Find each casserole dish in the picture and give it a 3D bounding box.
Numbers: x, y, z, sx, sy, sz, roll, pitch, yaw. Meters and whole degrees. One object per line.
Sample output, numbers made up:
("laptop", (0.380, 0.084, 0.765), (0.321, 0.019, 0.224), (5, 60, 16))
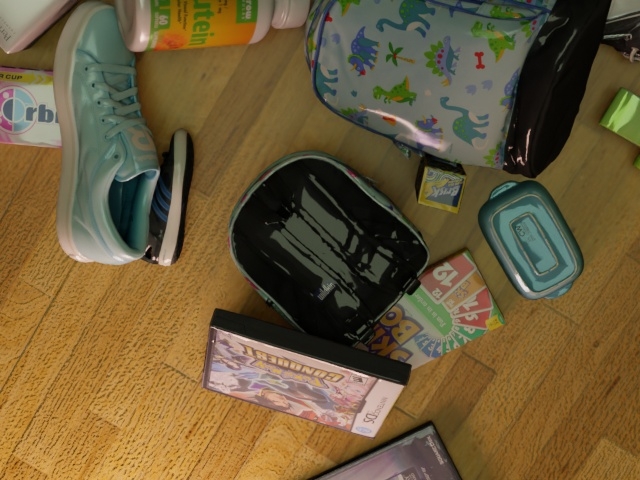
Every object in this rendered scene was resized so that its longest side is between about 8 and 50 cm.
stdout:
("casserole dish", (0.307, 0.002, 1.694), (0.114, 0.037, 0.188), (-29, 96, 6))

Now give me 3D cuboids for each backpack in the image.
("backpack", (0.156, -0.249, 1.545), (0.355, 0.273, 0.290), (32, 134, 21))
("backpack", (0.000, 0.000, 1.627), (0.253, 0.191, 0.225), (41, 97, -12))

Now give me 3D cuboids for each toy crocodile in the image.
("toy crocodile", (0.546, -0.100, 1.631), (0.340, 0.105, 0.115), (34, 99, -3))

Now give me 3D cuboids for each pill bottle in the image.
("pill bottle", (-0.144, -0.330, 1.575), (0.245, 0.136, 0.136), (-8, 100, -22))

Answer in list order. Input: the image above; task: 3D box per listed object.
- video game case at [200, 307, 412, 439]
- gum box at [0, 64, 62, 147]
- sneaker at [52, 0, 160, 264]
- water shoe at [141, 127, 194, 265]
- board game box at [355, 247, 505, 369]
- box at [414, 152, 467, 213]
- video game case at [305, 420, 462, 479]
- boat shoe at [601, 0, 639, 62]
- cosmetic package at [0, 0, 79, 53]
("video game case", (-0.029, 0.194, 1.649), (0.274, 0.248, 0.035), (16, 63, -1))
("gum box", (-0.421, -0.193, 1.676), (0.188, 0.062, 0.107), (5, 100, 1))
("sneaker", (-0.273, -0.144, 1.616), (0.150, 0.135, 0.366), (9, 104, 35))
("water shoe", (-0.233, -0.064, 1.686), (0.080, 0.073, 0.203), (9, 99, 3))
("board game box", (0.129, 0.124, 1.725), (0.259, 0.039, 0.124), (-27, 97, 9))
("box", (0.164, -0.081, 1.617), (0.059, 0.169, 0.054), (14, 102, 1))
("video game case", (0.090, 0.418, 1.780), (0.274, 0.026, 0.196), (-27, 97, 6))
("boat shoe", (0.449, -0.291, 1.608), (0.301, 0.108, 0.102), (-12, 98, -3))
("cosmetic package", (-0.411, -0.413, 1.595), (0.224, 0.138, 0.224), (-41, 100, 10))
